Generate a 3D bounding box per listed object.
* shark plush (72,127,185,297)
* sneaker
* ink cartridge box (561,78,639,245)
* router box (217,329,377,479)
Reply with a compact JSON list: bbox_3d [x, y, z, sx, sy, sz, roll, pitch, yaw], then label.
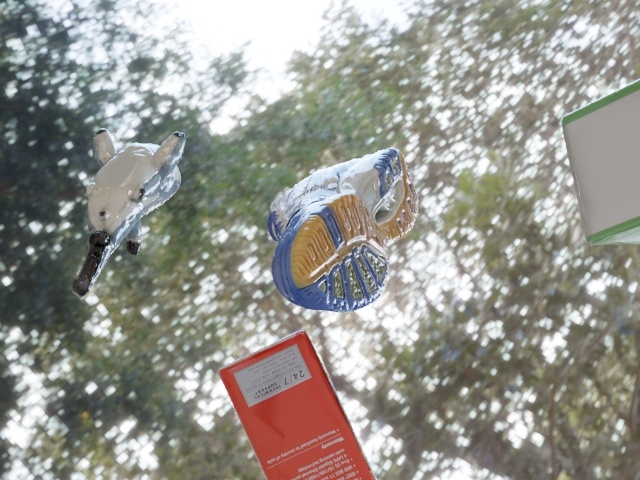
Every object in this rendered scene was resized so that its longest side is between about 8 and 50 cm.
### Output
[{"bbox_3d":[-0.135,-0.019,0.921,0.073,0.161,0.067,-4,-50,7],"label":"shark plush"},{"bbox_3d":[0.000,0.000,1.254,0.131,0.296,0.111,-11,-75,24],"label":"sneaker"},{"bbox_3d":[0.284,-0.058,0.798,0.154,0.212,0.093,-27,-113,49],"label":"ink cartridge box"},{"bbox_3d":[0.017,0.241,1.166,0.082,0.335,0.301,-25,-96,-2],"label":"router box"}]
